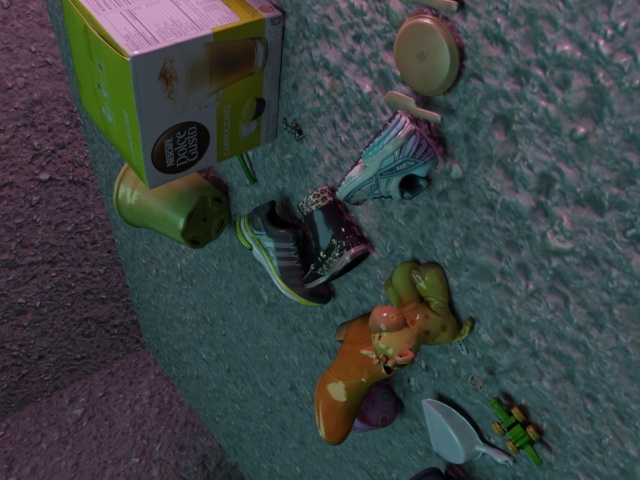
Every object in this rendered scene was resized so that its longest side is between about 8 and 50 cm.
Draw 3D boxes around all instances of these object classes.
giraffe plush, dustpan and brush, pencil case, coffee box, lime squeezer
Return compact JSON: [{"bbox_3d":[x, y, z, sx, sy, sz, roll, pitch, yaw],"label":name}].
[{"bbox_3d":[0.157,0.161,1.280,0.210,0.170,0.181,56,152,16],"label":"giraffe plush"},{"bbox_3d":[0.299,0.410,1.388,0.211,0.060,0.147,28,138,59],"label":"dustpan and brush"},{"bbox_3d":[0.084,0.415,1.698,0.124,0.124,0.284,61,152,6],"label":"pencil case"},{"bbox_3d":[-0.317,-0.377,1.470,0.338,0.334,0.337,47,149,30],"label":"coffee box"},{"bbox_3d":[-0.271,-0.260,1.701,0.310,0.110,0.059,30,-178,-30],"label":"lime squeezer"}]

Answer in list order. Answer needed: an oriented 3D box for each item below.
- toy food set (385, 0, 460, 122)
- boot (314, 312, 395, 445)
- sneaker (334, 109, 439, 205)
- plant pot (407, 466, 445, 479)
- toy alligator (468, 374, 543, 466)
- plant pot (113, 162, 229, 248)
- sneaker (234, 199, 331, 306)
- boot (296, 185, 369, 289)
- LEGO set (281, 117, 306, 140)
[{"bbox_3d":[0.162,-0.285,1.044,0.132,0.038,0.192,33,135,34],"label":"toy food set"},{"bbox_3d":[0.085,0.298,1.475,0.211,0.104,0.295,-20,57,61],"label":"boot"},{"bbox_3d":[0.114,-0.106,1.201,0.122,0.110,0.283,42,159,2],"label":"sneaker"},{"bbox_3d":[0.278,0.709,1.409,0.334,0.341,0.341,30,138,36],"label":"plant pot"},{"bbox_3d":[0.337,0.321,1.240,0.189,0.056,0.051,53,-168,20],"label":"toy alligator"},{"bbox_3d":[-0.412,-0.107,1.995,0.254,0.276,0.276,31,140,30],"label":"plant pot"},{"bbox_3d":[-0.074,0.032,1.645,0.300,0.111,0.121,47,115,0],"label":"sneaker"},{"bbox_3d":[0.002,-0.001,1.514,0.178,0.085,0.236,62,147,8],"label":"boot"},{"bbox_3d":[-0.064,-0.238,1.487,0.083,0.023,0.054,15,126,56],"label":"LEGO set"}]
